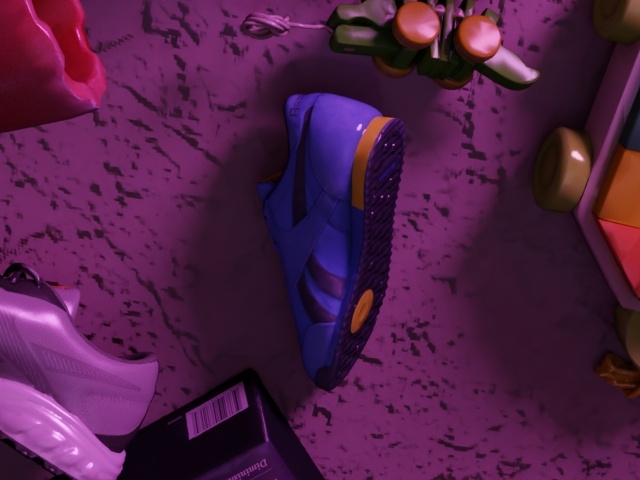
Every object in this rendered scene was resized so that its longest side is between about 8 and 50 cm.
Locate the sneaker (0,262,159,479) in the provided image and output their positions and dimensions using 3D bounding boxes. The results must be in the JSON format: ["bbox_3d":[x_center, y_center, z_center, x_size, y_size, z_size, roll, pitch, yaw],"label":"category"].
[{"bbox_3d":[-0.223,0.050,1.021,0.271,0.100,0.108,35,80,-18],"label":"sneaker"}]

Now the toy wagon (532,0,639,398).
[{"bbox_3d":[0.278,-0.034,1.063,0.267,0.068,0.344,13,111,-14],"label":"toy wagon"}]

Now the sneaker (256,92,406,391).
[{"bbox_3d":[0.000,0.000,1.047,0.082,0.069,0.209,18,124,19],"label":"sneaker"}]

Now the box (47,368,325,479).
[{"bbox_3d":[-0.110,0.237,1.110,0.261,0.103,0.184,-29,118,5],"label":"box"}]

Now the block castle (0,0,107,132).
[{"bbox_3d":[-0.231,-0.279,0.750,0.213,0.303,0.453,-21,115,8],"label":"block castle"}]

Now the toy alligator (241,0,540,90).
[{"bbox_3d":[0.046,-0.134,0.996,0.190,0.056,0.051,11,70,-12],"label":"toy alligator"}]
